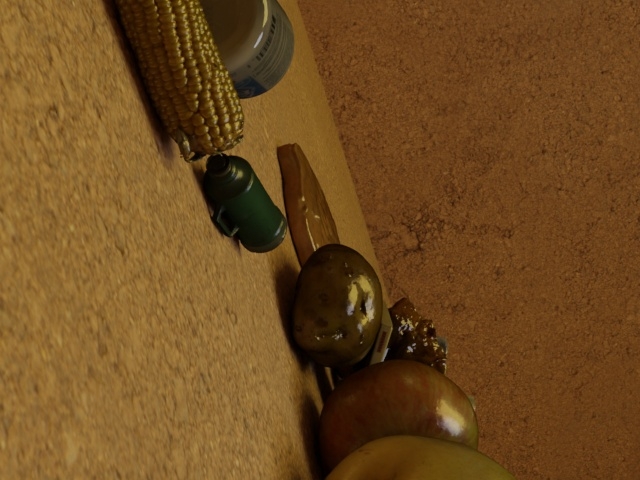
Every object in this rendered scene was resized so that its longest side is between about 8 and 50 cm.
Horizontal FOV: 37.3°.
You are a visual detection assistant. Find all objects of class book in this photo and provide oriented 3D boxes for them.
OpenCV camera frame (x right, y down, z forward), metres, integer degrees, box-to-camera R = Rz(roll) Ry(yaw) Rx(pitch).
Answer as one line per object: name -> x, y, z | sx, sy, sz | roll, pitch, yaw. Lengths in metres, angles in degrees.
book -> 0.079, 0.234, 1.719 | 0.161, 0.026, 0.230 | -99, -156, -76

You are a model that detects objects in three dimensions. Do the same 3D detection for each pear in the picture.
pear -> 0.137, 0.404, 1.256 | 0.309, 0.309, 0.309 | -15, 90, -83

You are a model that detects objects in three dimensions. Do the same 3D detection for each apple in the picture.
apple -> 0.118, 0.312, 1.511 | 0.264, 0.264, 0.264 | -15, 90, -83

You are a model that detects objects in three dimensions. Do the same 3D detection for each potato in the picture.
potato -> 0.032, 0.110, 1.660 | 0.195, 0.176, 0.369 | 52, 4, 0

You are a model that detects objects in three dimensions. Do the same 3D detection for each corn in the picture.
corn -> -0.171, -0.229, 1.062 | 0.106, 0.106, 0.293 | -87, 158, -68

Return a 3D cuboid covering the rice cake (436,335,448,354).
rice cake -> 0.179, 0.356, 1.955 | 0.056, 0.073, 0.364 | 73, 37, -59

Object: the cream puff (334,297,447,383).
cream puff -> 0.151, 0.254, 1.884 | 0.269, 0.241, 0.155 | 42, -4, 17

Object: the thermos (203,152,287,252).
thermos -> -0.110, -0.053, 1.272 | 0.073, 0.083, 0.187 | 54, -3, 32

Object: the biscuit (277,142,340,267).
biscuit -> 0.002, -0.001, 2.014 | 0.385, 0.062, 0.365 | 65, 11, -53

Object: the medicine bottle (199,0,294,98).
medicine bottle -> -0.121, -0.275, 1.270 | 0.289, 0.157, 0.157 | 0, 75, -83

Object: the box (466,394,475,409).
box -> 0.208, 0.351, 2.088 | 0.164, 0.257, 0.069 | 13, 92, -81
